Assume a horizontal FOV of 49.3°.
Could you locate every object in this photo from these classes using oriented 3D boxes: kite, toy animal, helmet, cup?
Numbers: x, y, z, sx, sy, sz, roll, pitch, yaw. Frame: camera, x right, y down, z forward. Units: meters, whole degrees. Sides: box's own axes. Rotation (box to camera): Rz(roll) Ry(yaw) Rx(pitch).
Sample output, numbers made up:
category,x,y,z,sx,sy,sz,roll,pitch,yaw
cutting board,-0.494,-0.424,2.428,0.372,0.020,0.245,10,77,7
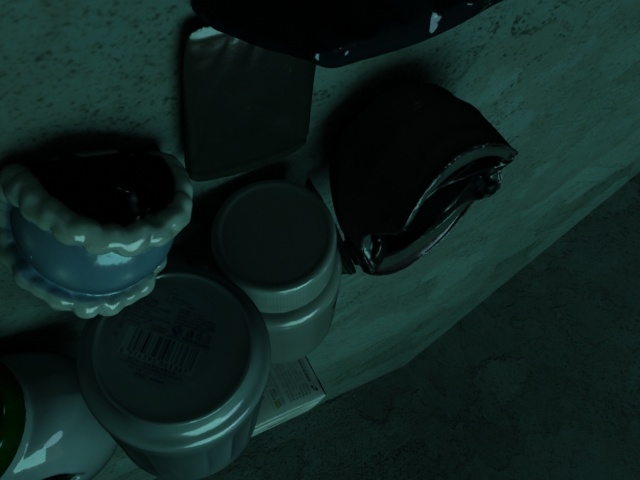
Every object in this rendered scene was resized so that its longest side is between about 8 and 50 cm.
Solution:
category,x,y,z,sx,sy,sz,roll,pitch,yaw
kite,0.002,-0.001,1.214,0.015,0.169,0.310,-25,173,-12
toy animal,-0.248,-0.008,0.788,0.208,0.156,0.204,-10,148,-38
helmet,0.125,-0.098,1.044,0.271,0.197,0.338,-34,167,-13
cup,-0.208,0.159,0.990,0.236,0.323,0.327,-17,157,-15

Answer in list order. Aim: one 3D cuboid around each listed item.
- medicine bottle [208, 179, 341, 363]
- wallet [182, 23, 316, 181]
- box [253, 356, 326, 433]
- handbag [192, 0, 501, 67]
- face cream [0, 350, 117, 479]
category,x,y,z,sx,sy,sz,roll,pitch,yaw
medicine bottle,-0.072,0.057,1.115,0.208,0.208,0.340,-26,160,-14
wallet,-0.081,-0.170,0.800,0.168,0.052,0.245,-23,154,-22
box,-0.141,0.247,1.400,0.194,0.261,0.111,-15,159,-34
handbag,0.025,-0.213,0.603,0.211,0.254,0.089,-23,123,-19
face cream,-0.480,0.299,1.090,0.312,0.220,0.357,-30,157,1
